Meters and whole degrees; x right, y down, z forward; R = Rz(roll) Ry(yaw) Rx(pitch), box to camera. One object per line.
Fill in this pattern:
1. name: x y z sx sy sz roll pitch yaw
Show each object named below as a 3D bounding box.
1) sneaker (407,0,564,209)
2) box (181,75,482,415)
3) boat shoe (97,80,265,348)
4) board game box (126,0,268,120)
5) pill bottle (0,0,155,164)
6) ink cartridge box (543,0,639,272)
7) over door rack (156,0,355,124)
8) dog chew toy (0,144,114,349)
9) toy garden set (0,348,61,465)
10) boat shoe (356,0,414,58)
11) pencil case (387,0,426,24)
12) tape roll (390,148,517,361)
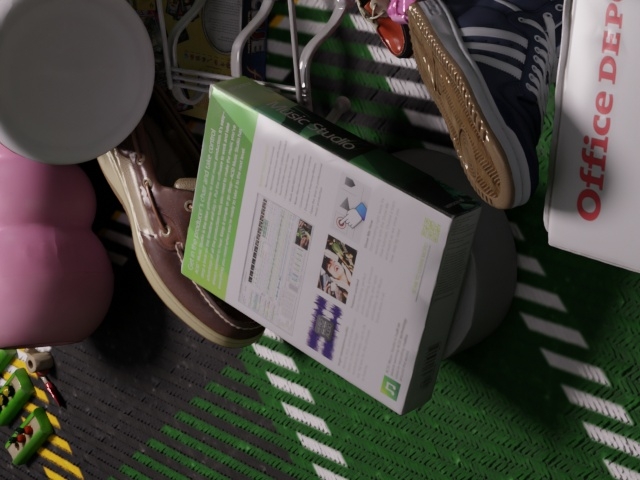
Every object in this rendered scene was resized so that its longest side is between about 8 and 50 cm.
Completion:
1. sneaker: 0.182 -0.140 1.298 0.282 0.153 0.099 -108 9 -50
2. box: 0.000 0.000 1.497 0.322 0.058 0.232 30 123 29
3. boat shoe: -0.151 -0.038 1.727 0.123 0.123 0.342 -43 69 46
4. board game box: -0.160 -0.235 1.763 0.243 0.042 0.165 18 111 43
5. pill bottle: -0.350 -0.220 1.742 0.363 0.210 0.210 26 118 60
6. ink cartridge box: 0.385 -0.097 1.125 0.395 0.166 0.285 19 111 42
7. over door rack: -0.089 -0.287 1.550 0.239 0.108 0.324 14 129 43
8. dog chew toy: -0.381 -0.026 1.937 0.207 0.207 0.331 -11 82 47
9. toy garden set: -0.463 0.183 2.166 0.204 0.049 0.244 -47 65 41
10. boat shoe: 0.059 -0.248 1.529 0.049 0.043 0.137 -33 76 43
11. pencil case: 0.117 -0.303 1.415 0.095 0.098 0.209 24 116 41
12. tape roll: 0.092 0.019 1.512 0.219 0.072 0.219 16 115 38
